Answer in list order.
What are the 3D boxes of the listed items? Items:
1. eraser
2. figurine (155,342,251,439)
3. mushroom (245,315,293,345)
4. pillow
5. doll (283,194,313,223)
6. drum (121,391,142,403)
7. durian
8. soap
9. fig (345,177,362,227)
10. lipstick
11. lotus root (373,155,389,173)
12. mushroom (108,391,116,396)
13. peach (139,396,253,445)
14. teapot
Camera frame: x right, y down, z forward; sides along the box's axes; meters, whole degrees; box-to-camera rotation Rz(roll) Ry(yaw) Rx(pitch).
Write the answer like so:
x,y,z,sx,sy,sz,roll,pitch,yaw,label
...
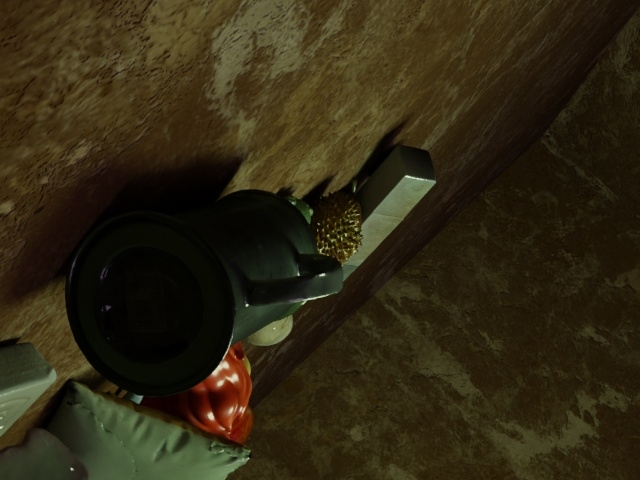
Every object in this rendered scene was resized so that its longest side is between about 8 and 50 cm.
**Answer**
x,y,z,sx,sy,sz,roll,pitch,yaw,label
-0.497,0.431,1.373,0.359,0.122,0.272,-46,176,37,eraser
-0.192,0.217,1.678,0.257,0.181,0.208,97,17,-74,figurine
-0.089,0.108,1.695,0.351,0.095,0.123,100,1,-77,mushroom
-0.310,0.360,1.604,0.310,0.312,0.119,-49,-153,37,pillow
-0.075,-0.007,1.626,0.150,0.077,0.115,-36,162,14,doll
-0.396,0.353,1.809,0.130,0.049,0.253,-37,167,-43,drum
0.000,0.000,1.789,0.168,0.137,0.158,-50,153,-29,durian
-0.381,0.176,1.101,0.121,0.064,0.183,-45,170,13,soap
0.048,-0.056,1.934,0.125,0.089,0.089,-62,173,-11,fig
0.095,-0.045,1.995,0.076,0.080,0.371,9,144,-27,lipstick
0.149,-0.124,2.040,0.090,0.077,0.183,-21,160,-8,lotus root
-0.377,0.284,1.693,0.101,0.019,0.049,-36,167,-41,mushroom
-0.274,0.365,2.001,0.274,0.245,0.249,-31,136,-16,peach
-0.103,0.042,1.215,0.270,0.200,0.337,-2,-172,19,teapot
